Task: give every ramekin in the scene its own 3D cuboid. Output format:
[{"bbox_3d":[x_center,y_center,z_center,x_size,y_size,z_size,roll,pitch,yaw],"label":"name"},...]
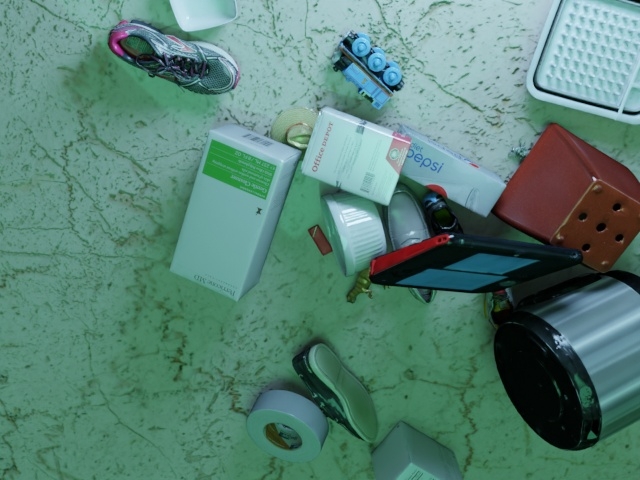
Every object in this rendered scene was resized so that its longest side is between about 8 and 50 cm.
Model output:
[{"bbox_3d":[0.082,-0.025,1.811,0.109,0.207,0.207,-17,113,-5],"label":"ramekin"}]

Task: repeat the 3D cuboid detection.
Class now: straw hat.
[{"bbox_3d":[-0.047,-0.244,1.785,0.144,0.061,0.144,-1,114,-3],"label":"straw hat"}]

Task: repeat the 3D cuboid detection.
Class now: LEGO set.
[{"bbox_3d":[0.503,-0.221,1.842,0.083,0.023,0.054,-31,111,10],"label":"LEGO set"}]

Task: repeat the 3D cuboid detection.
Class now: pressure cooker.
[{"bbox_3d":[0.690,0.278,1.860,0.420,0.370,0.376,-22,117,-16],"label":"pressure cooker"}]

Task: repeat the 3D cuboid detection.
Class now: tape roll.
[{"bbox_3d":[-0.090,0.507,2.044,0.219,0.072,0.219,12,130,15],"label":"tape roll"}]

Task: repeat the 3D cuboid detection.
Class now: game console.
[{"bbox_3d":[0.338,0.059,1.704,0.386,0.342,0.060,6,76,-27],"label":"game console"}]

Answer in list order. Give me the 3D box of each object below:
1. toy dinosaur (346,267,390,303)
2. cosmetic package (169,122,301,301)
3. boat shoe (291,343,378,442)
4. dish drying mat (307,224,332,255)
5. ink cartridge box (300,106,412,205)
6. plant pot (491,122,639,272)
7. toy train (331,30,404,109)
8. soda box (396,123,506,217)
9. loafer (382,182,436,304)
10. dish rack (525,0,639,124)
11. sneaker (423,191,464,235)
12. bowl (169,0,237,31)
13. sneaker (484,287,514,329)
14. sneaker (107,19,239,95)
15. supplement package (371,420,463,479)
[{"bbox_3d":[0.127,0.085,1.931,0.112,0.064,0.211,16,111,-8],"label":"toy dinosaur"},{"bbox_3d":[-0.201,-0.068,1.779,0.197,0.155,0.366,22,110,8],"label":"cosmetic package"},{"bbox_3d":[0.036,0.425,2.045,0.113,0.127,0.340,-19,122,33],"label":"boat shoe"},{"bbox_3d":[0.000,0.000,1.918,0.032,0.008,0.083,-28,111,8],"label":"dish drying mat"},{"bbox_3d":[0.081,-0.194,1.721,0.217,0.092,0.159,20,108,2],"label":"ink cartridge box"},{"bbox_3d":[0.613,-0.076,1.783,0.267,0.236,0.267,26,110,-18],"label":"plant pot"},{"bbox_3d":[0.106,-0.392,1.723,0.184,0.080,0.105,39,112,-17],"label":"toy train"},{"bbox_3d":[0.298,-0.168,1.818,0.286,0.091,0.098,26,109,-13],"label":"soda box"},{"bbox_3d":[0.233,0.011,1.878,0.112,0.111,0.319,-20,112,5],"label":"loafer"},{"bbox_3d":[0.654,-0.438,1.733,0.332,0.072,0.286,12,112,-8],"label":"dish rack"},{"bbox_3d":[0.310,-0.039,1.868,0.067,0.078,0.188,-29,132,8],"label":"sneaker"},{"bbox_3d":[-0.260,-0.541,1.653,0.142,0.053,0.142,-13,114,2],"label":"bowl"},{"bbox_3d":[0.468,0.135,1.953,0.088,0.093,0.225,-13,112,3],"label":"sneaker"},{"bbox_3d":[-0.329,-0.395,1.680,0.299,0.112,0.121,16,111,-10],"label":"sneaker"},{"bbox_3d":[0.273,0.656,2.107,0.203,0.194,0.149,33,107,-14],"label":"supplement package"}]
